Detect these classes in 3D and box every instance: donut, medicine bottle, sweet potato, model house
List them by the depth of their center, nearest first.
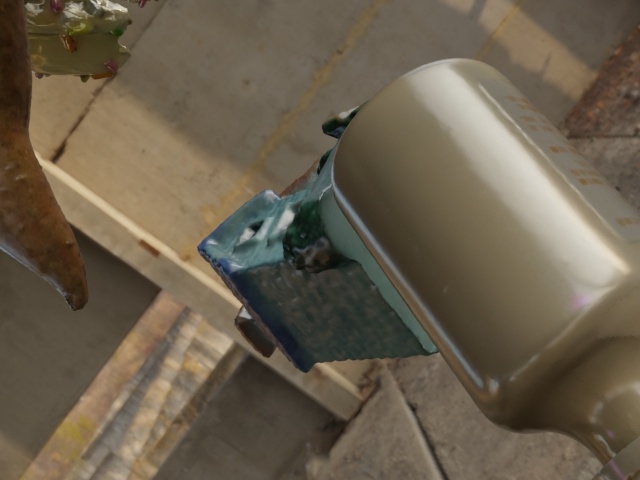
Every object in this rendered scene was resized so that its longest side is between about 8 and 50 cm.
[{"bbox_3d":[-0.164,-0.102,0.382,0.067,0.281,0.059,-9,14,-4],"label":"sweet potato"},{"bbox_3d":[0.107,0.029,0.383,0.114,0.252,0.114,-22,-35,-17],"label":"medicine bottle"},{"bbox_3d":[0.000,0.000,0.980,0.329,0.251,0.294,-19,34,41],"label":"model house"},{"bbox_3d":[-0.338,-0.346,1.103,0.371,0.308,0.150,-71,-13,-47],"label":"donut"}]
